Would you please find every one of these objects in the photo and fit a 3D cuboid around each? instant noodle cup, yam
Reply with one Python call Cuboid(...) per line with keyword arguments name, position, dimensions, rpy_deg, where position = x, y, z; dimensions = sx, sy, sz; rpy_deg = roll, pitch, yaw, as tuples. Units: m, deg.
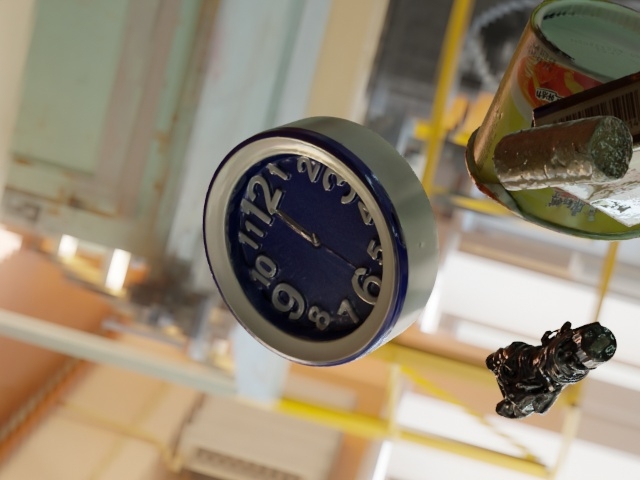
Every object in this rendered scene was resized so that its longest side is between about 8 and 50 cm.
Cuboid(name="instant noodle cup", position=(0.319, -0.152, 2.271), dimensions=(0.264, 0.264, 0.200), rpy_deg=(-66, 174, -57))
Cuboid(name="yam", position=(0.188, -0.066, 1.499), dimensions=(0.132, 0.054, 0.054), rpy_deg=(-5, -115, 59))

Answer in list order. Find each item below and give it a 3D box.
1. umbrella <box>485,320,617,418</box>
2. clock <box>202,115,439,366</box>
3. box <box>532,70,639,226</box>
Cuboid(name="umbrella", position=(0.218, 0.124, 1.859), dimensions=(0.224, 0.071, 0.080), rpy_deg=(142, -66, -67))
Cuboid(name="clock", position=(0.000, 0.000, 1.816), dimensions=(0.083, 0.230, 0.230), rpy_deg=(-25, 136, -48))
Cuboid(name="box", position=(0.399, -0.117, 1.991), dimensions=(0.198, 0.310, 0.084), rpy_deg=(24, 55, -50))
